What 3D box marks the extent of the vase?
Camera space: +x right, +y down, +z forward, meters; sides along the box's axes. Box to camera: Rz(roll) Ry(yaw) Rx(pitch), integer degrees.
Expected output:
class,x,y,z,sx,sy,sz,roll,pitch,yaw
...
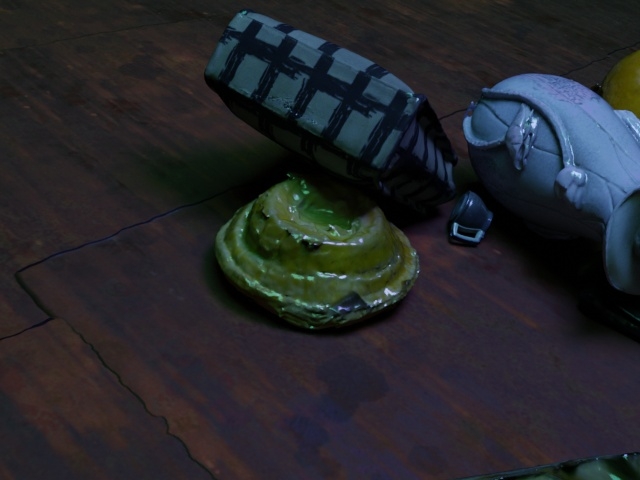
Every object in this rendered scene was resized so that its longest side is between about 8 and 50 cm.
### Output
class,x,y,z,sx,sy,sz,roll,pitch,yaw
vase,0.394,-0.098,1.272,0.249,0.250,0.445,-2,29,-18

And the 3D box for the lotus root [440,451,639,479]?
class,x,y,z,sx,sy,sz,roll,pitch,yaw
lotus root,0.167,0.296,0.774,0.313,0.142,0.210,9,61,-16

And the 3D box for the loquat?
class,x,y,z,sx,sy,sz,roll,pitch,yaw
loquat,0.600,-0.212,1.493,0.274,0.275,0.275,7,34,-5

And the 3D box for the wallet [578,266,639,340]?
class,x,y,z,sx,sy,sz,roll,pitch,yaw
wallet,0.499,0.076,1.241,0.182,0.049,0.229,32,42,24

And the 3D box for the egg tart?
class,x,y,z,sx,sy,sz,roll,pitch,yaw
egg tart,0.000,0.000,1.165,0.290,0.115,0.290,7,36,-5

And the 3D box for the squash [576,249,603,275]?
class,x,y,z,sx,sy,sz,roll,pitch,yaw
squash,0.426,0.034,1.302,0.027,0.027,0.089,34,42,31

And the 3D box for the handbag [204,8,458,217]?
class,x,y,z,sx,sy,sz,roll,pitch,yaw
handbag,0.033,-0.177,1.273,0.325,0.163,0.327,31,2,24

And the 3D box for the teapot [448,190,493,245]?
class,x,y,z,sx,sy,sz,roll,pitch,yaw
teapot,0.236,-0.031,1.322,0.057,0.066,0.088,28,58,-3
